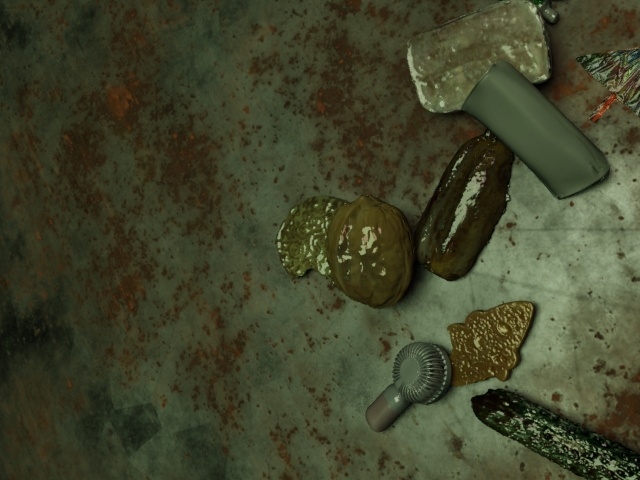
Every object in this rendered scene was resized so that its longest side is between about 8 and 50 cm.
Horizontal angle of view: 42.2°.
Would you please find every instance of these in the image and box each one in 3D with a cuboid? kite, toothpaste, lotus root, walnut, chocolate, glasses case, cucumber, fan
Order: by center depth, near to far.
[{"bbox_3d":[0.450,0.377,1.604,0.359,0.096,0.096,26,99,30],"label":"cucumber"},{"bbox_3d":[0.596,-0.302,1.613,0.189,0.009,0.232,-49,65,18],"label":"kite"},{"bbox_3d":[0.420,-0.215,1.631,0.308,0.083,0.128,43,131,-4],"label":"glasses case"},{"bbox_3d":[0.333,-0.377,1.717,0.303,0.100,0.185,-14,94,32],"label":"chocolate"},{"bbox_3d":[0.394,-0.522,1.726,0.248,0.047,0.078,44,141,25],"label":"toothpaste"},{"bbox_3d":[0.295,-0.076,1.735,0.167,0.078,0.329,26,100,27],"label":"lotus root"},{"bbox_3d":[0.105,0.023,1.772,0.198,0.198,0.244,1,101,30],"label":"walnut"},{"bbox_3d":[0.180,0.319,1.775,0.244,0.074,0.130,-51,45,27],"label":"fan"}]

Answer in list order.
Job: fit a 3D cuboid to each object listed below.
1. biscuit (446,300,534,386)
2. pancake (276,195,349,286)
[{"bbox_3d":[0.347,0.210,1.707,0.250,0.035,0.162,-47,70,24],"label":"biscuit"},{"bbox_3d":[0.000,0.000,1.929,0.235,0.029,0.211,18,94,29],"label":"pancake"}]
